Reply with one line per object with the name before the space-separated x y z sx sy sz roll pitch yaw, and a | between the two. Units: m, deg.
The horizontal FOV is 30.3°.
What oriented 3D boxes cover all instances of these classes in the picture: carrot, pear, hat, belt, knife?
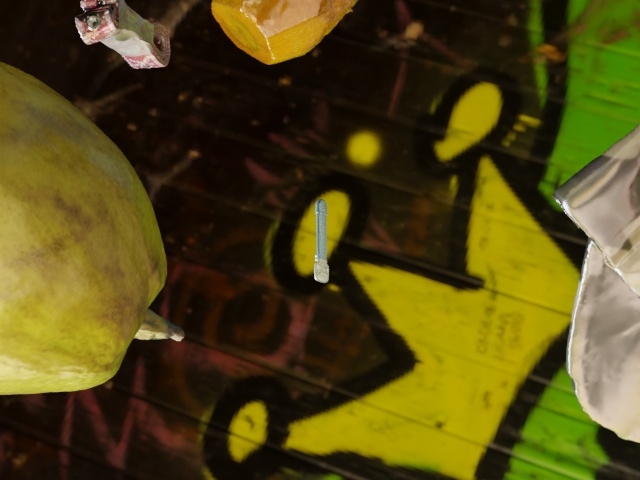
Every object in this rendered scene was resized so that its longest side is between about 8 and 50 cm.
carrot | 0.026 -0.282 1.041 0.302 0.114 0.114 -49 -24 -18
pear | -0.282 0.001 1.002 0.287 0.375 0.287 -52 20 27
hat | 0.373 0.067 0.944 0.257 0.366 0.382 -46 -27 -10
belt | -0.241 -0.260 1.455 0.232 0.053 0.071 6 -98 -80
knife | 0.000 0.000 1.333 0.027 0.010 0.096 17 -111 -55
